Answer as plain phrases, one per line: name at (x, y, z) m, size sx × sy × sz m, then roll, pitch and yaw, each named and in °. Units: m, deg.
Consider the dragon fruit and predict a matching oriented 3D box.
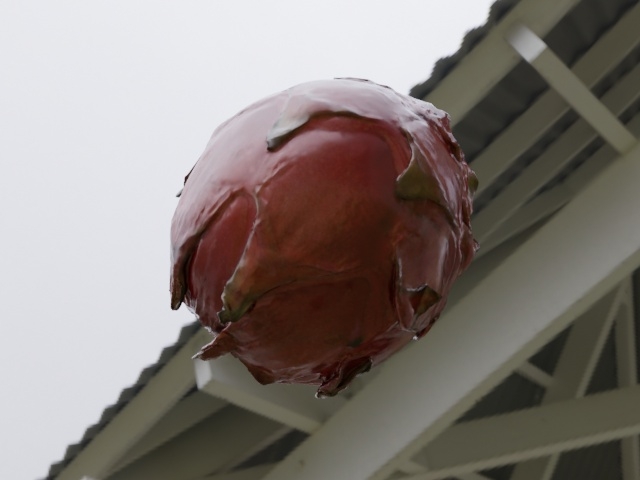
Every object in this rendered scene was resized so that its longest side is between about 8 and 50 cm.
dragon fruit at (0.003, -0.007, 0.661) m, size 0.252 × 0.241 × 0.241 m, roll -28°, pitch -48°, yaw 10°
